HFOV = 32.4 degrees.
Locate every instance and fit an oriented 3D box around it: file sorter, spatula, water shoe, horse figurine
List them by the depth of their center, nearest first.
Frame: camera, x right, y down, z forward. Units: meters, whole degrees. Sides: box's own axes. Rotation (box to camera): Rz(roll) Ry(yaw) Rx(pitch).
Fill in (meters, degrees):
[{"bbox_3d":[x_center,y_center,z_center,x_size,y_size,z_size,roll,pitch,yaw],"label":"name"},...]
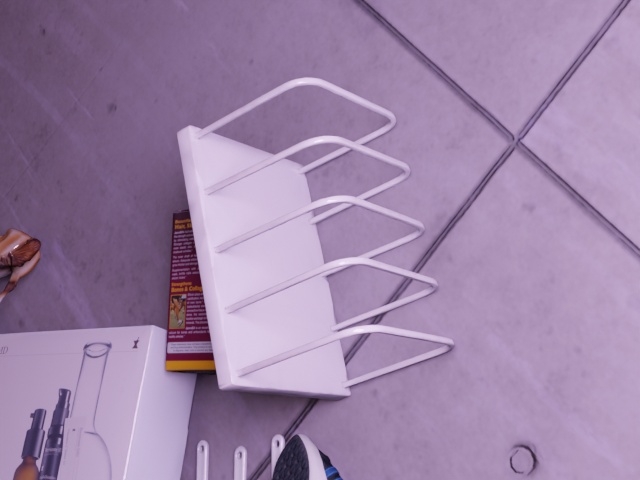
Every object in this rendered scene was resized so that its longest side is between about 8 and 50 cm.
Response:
[{"bbox_3d":[0.000,0.000,1.121,0.173,0.193,0.278,-25,66,31],"label":"file sorter"},{"bbox_3d":[0.009,0.280,1.138,0.073,0.080,0.203,-55,28,13],"label":"water shoe"},{"bbox_3d":[-0.097,0.344,1.243,0.168,0.019,0.242,-11,75,39],"label":"spatula"},{"bbox_3d":[-0.471,0.035,1.554,0.263,0.066,0.174,-11,31,39],"label":"horse figurine"}]

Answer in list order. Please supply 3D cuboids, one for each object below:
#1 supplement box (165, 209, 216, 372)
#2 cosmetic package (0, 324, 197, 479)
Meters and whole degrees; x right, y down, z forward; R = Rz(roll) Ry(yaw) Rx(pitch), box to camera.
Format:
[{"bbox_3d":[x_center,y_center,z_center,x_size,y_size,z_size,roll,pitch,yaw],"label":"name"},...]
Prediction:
[{"bbox_3d":[-0.113,0.059,1.272,0.104,0.081,0.188,-6,78,39],"label":"supplement box"},{"bbox_3d":[-0.330,0.259,1.378,0.377,0.097,0.284,-7,65,38],"label":"cosmetic package"}]
